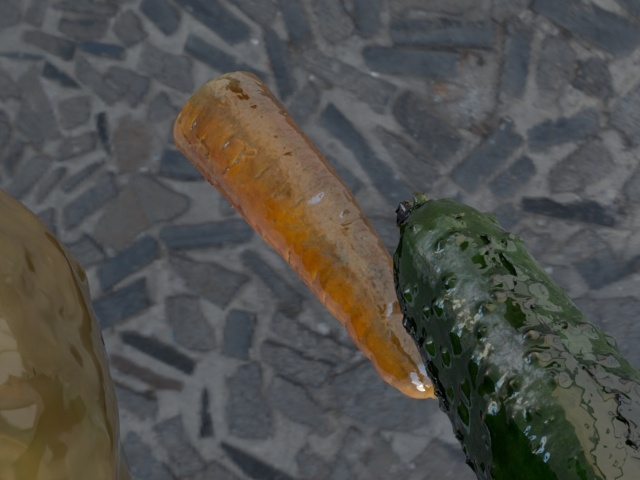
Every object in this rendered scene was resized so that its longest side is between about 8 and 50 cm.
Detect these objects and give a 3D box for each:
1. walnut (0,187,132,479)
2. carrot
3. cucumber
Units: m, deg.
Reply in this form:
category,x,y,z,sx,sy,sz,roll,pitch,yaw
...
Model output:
category,x,y,z,sx,sy,sz,roll,pitch,yaw
walnut,-0.232,0.109,0.413,0.383,0.383,0.384,-1,88,26
carrot,0.000,0.000,0.583,0.061,0.061,0.210,-48,60,17
cucumber,0.069,0.044,0.391,0.069,0.069,0.227,-51,31,15
